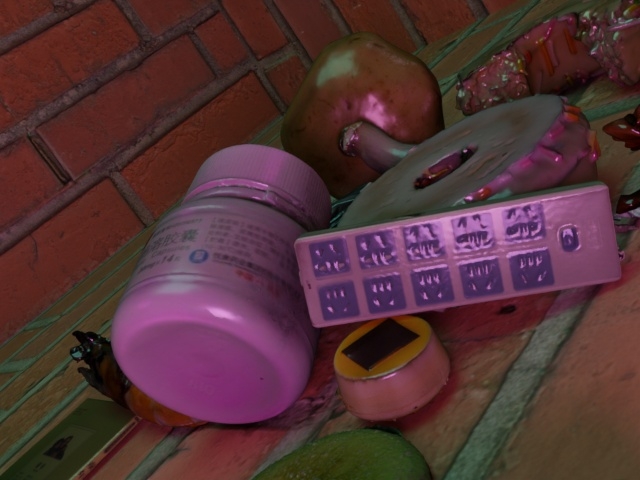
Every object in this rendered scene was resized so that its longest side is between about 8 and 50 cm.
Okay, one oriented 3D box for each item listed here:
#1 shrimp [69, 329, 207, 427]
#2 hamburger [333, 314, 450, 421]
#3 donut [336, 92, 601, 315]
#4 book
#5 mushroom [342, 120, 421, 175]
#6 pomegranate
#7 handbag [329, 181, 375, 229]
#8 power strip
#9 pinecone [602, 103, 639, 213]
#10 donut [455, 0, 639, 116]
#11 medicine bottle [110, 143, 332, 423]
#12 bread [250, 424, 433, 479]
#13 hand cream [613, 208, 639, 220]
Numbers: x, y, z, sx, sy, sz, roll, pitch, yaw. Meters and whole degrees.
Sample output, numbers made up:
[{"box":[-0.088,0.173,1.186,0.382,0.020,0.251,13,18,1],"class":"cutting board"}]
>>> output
[{"box":[-0.246,0.158,1.287,0.445,0.085,0.272,3,47,40],"class":"shrimp"},{"box":[0.074,0.140,0.870,0.141,0.081,0.126,6,37,46],"class":"hamburger"},{"box":[0.194,-0.044,1.063,0.383,0.142,0.382,-32,15,10],"class":"donut"},{"box":[-0.450,0.386,1.279,0.352,0.035,0.239,-43,20,-33],"class":"book"},{"box":[0.162,-0.138,1.352,0.278,0.096,0.099,15,51,28],"class":"mushroom"},{"box":[0.079,-0.234,1.571,0.333,0.332,0.332,-31,15,10],"class":"pomegranate"},{"box":[0.002,-0.002,1.401,0.332,0.075,0.191,-38,-4,0],"class":"handbag"},{"box":[0.149,0.015,0.865,0.368,0.106,0.043,-11,10,13],"class":"power strip"},{"box":[0.339,-0.040,0.579,0.264,0.264,0.264,-31,15,10],"class":"pinecone"},{"box":[0.428,-0.319,1.408,0.371,0.150,0.307,-21,19,39],"class":"donut"},{"box":[-0.112,0.048,1.076,0.256,0.256,0.324,-24,35,33],"class":"medicine bottle"},{"box":[-0.025,0.273,0.739,0.301,0.045,0.301,-30,16,9],"class":"bread"},{"box":[0.415,-0.052,0.820,0.084,0.050,0.257,-39,10,-24],"class":"hand cream"}]
